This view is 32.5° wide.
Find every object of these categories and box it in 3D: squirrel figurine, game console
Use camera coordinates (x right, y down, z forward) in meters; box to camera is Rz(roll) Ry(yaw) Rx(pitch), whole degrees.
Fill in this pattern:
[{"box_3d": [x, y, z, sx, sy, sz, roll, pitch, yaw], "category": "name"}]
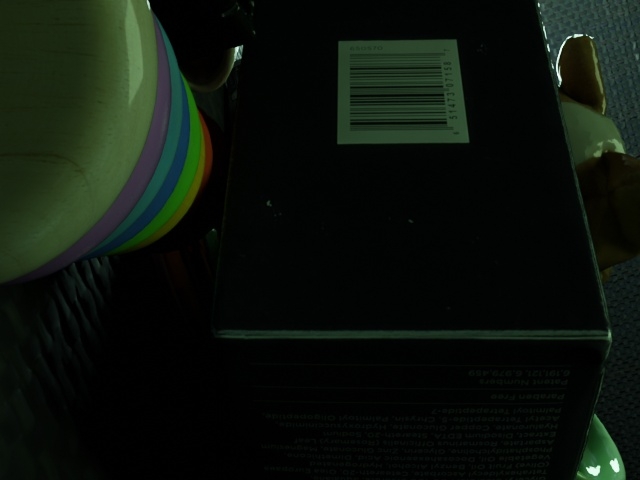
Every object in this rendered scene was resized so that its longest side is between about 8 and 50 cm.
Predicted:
[{"box_3d": [0.182, -0.032, 1.376, 0.397, 0.370, 0.281, 83, -3, -55], "category": "squirrel figurine"}, {"box_3d": [-0.103, -0.128, 0.604, 0.107, 0.122, 0.071, 47, 27, -67], "category": "game console"}]

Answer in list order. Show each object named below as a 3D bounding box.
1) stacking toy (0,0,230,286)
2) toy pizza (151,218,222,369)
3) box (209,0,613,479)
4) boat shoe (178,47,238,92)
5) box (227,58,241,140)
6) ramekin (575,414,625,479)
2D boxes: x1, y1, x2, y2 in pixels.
[{"box_3d": [-0.109, -0.043, 0.489, 0.330, 0.141, 0.141, 42, 32, -84], "category": "stacking toy"}, {"box_3d": [-0.078, -0.001, 0.793, 0.201, 0.032, 0.201, -16, 90, -80], "category": "toy pizza"}, {"box_3d": [0.043, 0.035, 0.685, 0.343, 0.179, 0.312, -88, 177, -47], "category": "box"}, {"box_3d": [-0.095, -0.242, 0.740, 0.341, 0.121, 0.110, 78, 11, -55], "category": "boat shoe"}, {"box_3d": [0.000, 0.000, 1.073, 0.242, 0.076, 0.307, -99, 168, -47], "category": "box"}, {"box_3d": [0.199, 0.221, 1.304, 0.303, 0.148, 0.303, 38, 18, -14], "category": "ramekin"}]
